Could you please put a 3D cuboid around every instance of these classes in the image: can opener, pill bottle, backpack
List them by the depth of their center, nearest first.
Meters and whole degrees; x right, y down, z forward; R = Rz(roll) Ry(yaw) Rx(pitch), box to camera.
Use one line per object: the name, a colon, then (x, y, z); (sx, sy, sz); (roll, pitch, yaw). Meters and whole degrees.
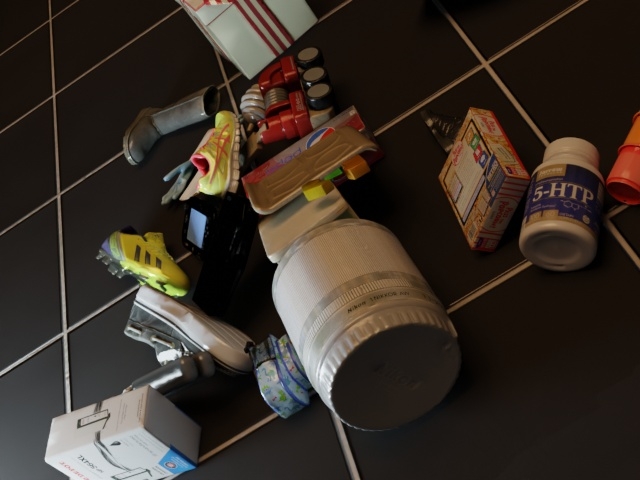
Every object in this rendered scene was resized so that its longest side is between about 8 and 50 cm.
pill bottle: (0.364, -0.058, 1.469); (0.112, 0.112, 0.186); (-8, 48, 33)
backpack: (-0.056, 0.211, 1.549); (0.084, 0.105, 0.114); (-29, 45, 14)
can opener: (-0.273, 0.262, 1.662); (0.280, 0.074, 0.093); (-35, 73, 41)

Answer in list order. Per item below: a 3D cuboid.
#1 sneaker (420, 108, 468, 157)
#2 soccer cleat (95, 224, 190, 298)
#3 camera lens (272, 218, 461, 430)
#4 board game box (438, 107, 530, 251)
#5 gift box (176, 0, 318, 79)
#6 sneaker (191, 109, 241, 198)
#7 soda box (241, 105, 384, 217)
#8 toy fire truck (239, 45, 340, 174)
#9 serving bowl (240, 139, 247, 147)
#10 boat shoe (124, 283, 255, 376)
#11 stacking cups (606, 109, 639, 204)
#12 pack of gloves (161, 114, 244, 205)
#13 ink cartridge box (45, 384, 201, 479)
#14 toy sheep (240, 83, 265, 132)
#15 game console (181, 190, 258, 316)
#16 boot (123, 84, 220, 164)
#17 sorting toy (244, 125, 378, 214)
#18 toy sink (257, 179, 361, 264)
sneaker: (0.246, -0.196, 1.749); (0.089, 0.051, 0.170); (-33, 44, 8)
soccer cleat: (-0.341, 0.032, 1.960); (0.289, 0.093, 0.121); (19, 64, 47)
camera lens: (0.062, 0.115, 1.455); (0.219, 0.219, 0.274); (-36, 39, 5)
board game box: (0.258, -0.099, 1.579); (0.193, 0.045, 0.146); (-105, 29, -48)
gift box: (-0.175, -0.562, 2.271); (0.255, 0.258, 0.276); (-45, 38, -6)
sneaker: (-0.207, -0.176, 1.949); (0.094, 0.081, 0.208); (5, 55, -12)
soda box: (-0.016, -0.138, 1.873); (0.263, 0.083, 0.092); (-33, 38, 10)
toy fire truck: (-0.086, -0.249, 1.993); (0.246, 0.158, 0.217); (-17, 42, 3)
serving bowl: (-0.174, -0.173, 2.076); (0.083, 0.027, 0.083); (-21, 43, 20)
boat shoe: (-0.228, 0.183, 1.726); (0.335, 0.121, 0.119); (23, 89, 49)
stacking cups: (0.521, -0.196, 1.502); (0.096, 0.096, 0.316); (17, 67, 46)
pack of gloves: (-0.261, -0.180, 2.088); (0.195, 0.046, 0.232); (-18, 38, 55)
ink cartridge box: (-0.320, 0.330, 1.610); (0.203, 0.148, 0.086); (-22, 44, 22)
toy sheep: (-0.132, -0.286, 2.111); (0.091, 0.091, 0.132); (-1, 66, 38)
game console: (-0.207, 0.005, 1.839); (0.361, 0.044, 0.213); (27, 99, 66)
boot: (-0.342, -0.267, 2.279); (0.209, 0.076, 0.189); (-6, 51, 25)
sorting toy: (-0.010, -0.107, 1.658); (0.229, 0.041, 0.307); (-30, 17, 0)
toy sink: (0.000, 0.000, 1.644); (0.153, 0.131, 0.234); (-37, 17, 2)
